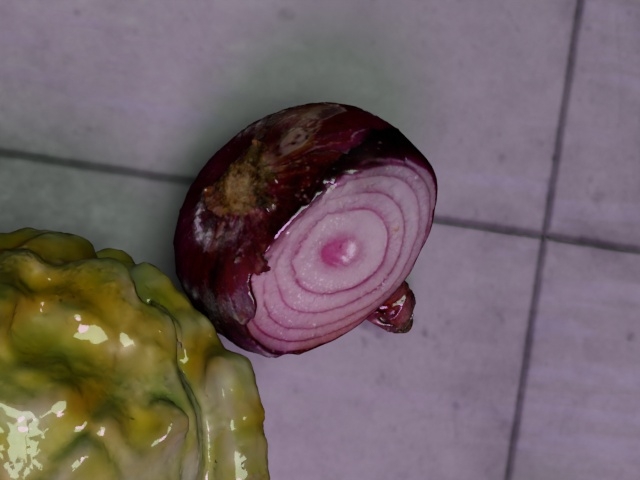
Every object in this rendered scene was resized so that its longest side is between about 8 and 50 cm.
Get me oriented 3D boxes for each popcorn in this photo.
[{"bbox_3d":[-0.194,0.126,1.147,0.279,0.274,0.335,-37,91,-19],"label":"popcorn"}]

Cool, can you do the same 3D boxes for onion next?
[{"bbox_3d":[0.000,0.000,1.278,0.195,0.140,0.218,-55,139,0],"label":"onion"}]
